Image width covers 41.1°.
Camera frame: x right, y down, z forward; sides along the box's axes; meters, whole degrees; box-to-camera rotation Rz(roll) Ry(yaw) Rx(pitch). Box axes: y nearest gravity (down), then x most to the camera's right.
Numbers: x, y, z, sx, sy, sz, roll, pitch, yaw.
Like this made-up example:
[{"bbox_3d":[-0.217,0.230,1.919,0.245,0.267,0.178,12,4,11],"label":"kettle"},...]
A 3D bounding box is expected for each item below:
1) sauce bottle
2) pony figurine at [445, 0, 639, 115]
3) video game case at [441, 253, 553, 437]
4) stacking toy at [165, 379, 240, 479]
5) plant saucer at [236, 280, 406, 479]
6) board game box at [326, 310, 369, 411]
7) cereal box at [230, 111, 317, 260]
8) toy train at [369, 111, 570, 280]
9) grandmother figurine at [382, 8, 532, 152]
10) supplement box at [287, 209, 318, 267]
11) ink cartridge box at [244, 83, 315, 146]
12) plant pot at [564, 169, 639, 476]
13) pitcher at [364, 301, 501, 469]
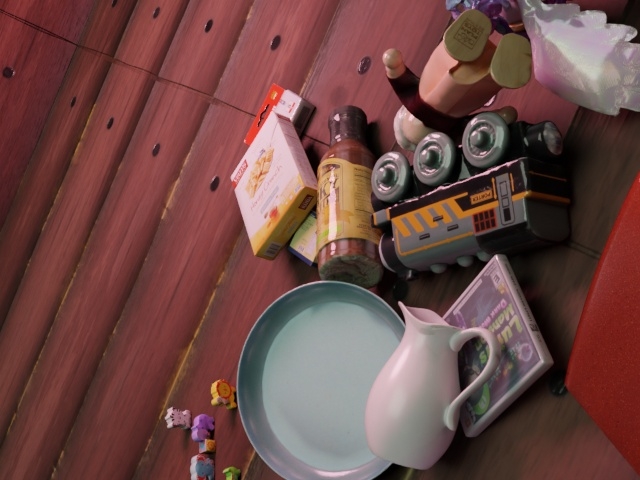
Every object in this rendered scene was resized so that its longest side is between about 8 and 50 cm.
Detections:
[{"bbox_3d":[0.048,-0.080,1.426,0.111,0.111,0.344,-35,40,36],"label":"sauce bottle"},{"bbox_3d":[0.303,-0.360,1.114,0.351,0.363,0.302,20,82,36],"label":"pony figurine"},{"bbox_3d":[0.222,0.143,1.150,0.190,0.022,0.173,-58,36,42],"label":"video game case"},{"bbox_3d":[-0.222,0.390,1.593,0.167,0.052,0.221,-32,52,38],"label":"stacking toy"},{"bbox_3d":[0.015,0.221,1.317,0.318,0.044,0.317,-5,79,28],"label":"plant saucer"},{"bbox_3d":[0.020,0.179,1.400,0.141,0.048,0.170,22,91,53],"label":"board game box"},{"bbox_3d":[-0.088,-0.104,1.578,0.173,0.047,0.240,-54,37,27],"label":"cereal box"},{"bbox_3d":[0.203,-0.056,1.223,0.334,0.142,0.190,-19,69,45],"label":"toy train"},{"bbox_3d":[0.177,-0.209,1.233,0.104,0.208,0.342,-51,-2,-15],"label":"grandmother figurine"},{"bbox_3d":[0.000,0.000,1.496,0.083,0.056,0.083,33,100,52],"label":"supplement box"},{"bbox_3d":[-0.098,-0.242,1.734,0.179,0.045,0.145,37,103,48],"label":"ink cartridge box"},{"bbox_3d":[0.398,0.117,0.808,0.235,0.267,0.267,-60,36,23],"label":"plant pot"},{"bbox_3d":[0.150,0.202,1.142,0.178,0.126,0.207,13,87,53],"label":"pitcher"}]
